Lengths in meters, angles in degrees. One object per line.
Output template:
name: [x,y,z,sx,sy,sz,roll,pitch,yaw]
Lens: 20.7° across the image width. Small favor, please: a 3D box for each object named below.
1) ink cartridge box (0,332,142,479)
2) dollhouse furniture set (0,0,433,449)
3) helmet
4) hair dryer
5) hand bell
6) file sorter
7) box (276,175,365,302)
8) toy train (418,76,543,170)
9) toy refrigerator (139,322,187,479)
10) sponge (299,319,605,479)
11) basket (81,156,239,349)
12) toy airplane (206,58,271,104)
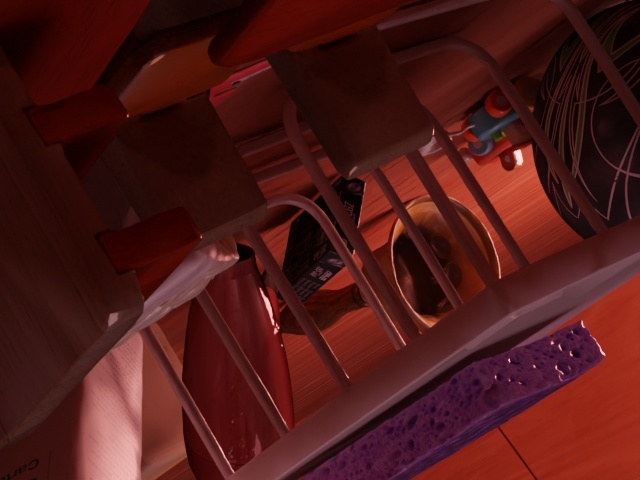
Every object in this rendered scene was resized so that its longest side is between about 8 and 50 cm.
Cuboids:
ink cartridge box: [-0.243,0.200,0.961,0.324,0.071,0.330,-33,-154,12]
dollhouse furniture set: [0.003,-0.069,0.421,0.259,0.135,0.262,-25,168,-37]
helmet: [0.223,-0.078,1.183,0.161,0.169,0.169,-7,159,-33]
hair dryer: [-0.063,0.091,1.287,0.080,0.224,0.293,-6,154,-3]
hand bell: [0.037,0.050,1.591,0.126,0.126,0.242,-24,-179,-40]
file sorter: [0.041,0.001,0.990,0.193,0.173,0.277,-22,167,-43]
box: [0.000,0.000,1.227,0.018,0.067,0.083,23,145,-19]
toy train: [0.141,-0.077,1.313,0.125,0.046,0.166,-35,171,25]
toy refrigerator: [-0.205,0.177,1.395,0.269,0.102,0.094,-38,169,38]
sponge: [0.055,0.114,0.997,0.210,0.031,0.117,-38,166,37]
basket: [-0.124,0.005,0.649,0.167,0.113,0.103,-32,174,9]
toy airplane: [-0.058,-0.062,0.774,0.151,0.028,0.151,-29,171,-5]
